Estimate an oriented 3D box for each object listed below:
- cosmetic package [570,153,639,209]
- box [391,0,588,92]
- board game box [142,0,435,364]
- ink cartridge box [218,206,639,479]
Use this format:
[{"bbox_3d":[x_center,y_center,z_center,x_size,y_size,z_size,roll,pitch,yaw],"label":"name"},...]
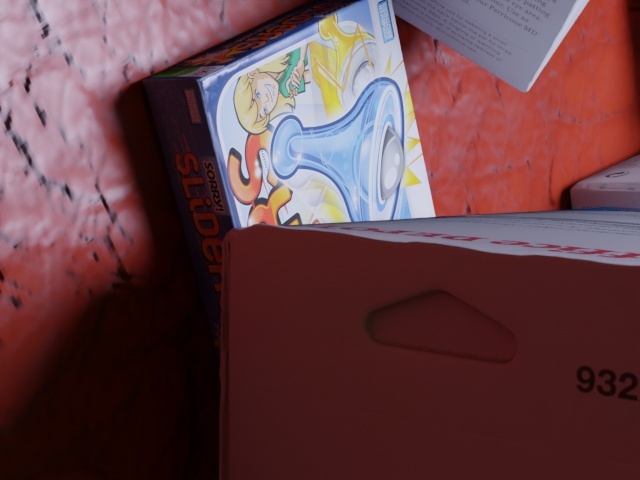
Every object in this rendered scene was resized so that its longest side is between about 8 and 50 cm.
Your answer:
[{"bbox_3d":[0.326,0.010,0.979,0.366,0.155,0.196,-24,109,-45],"label":"cosmetic package"},{"bbox_3d":[0.112,-0.179,0.693,0.130,0.091,0.170,-53,172,-34],"label":"box"},{"bbox_3d":[0.000,0.000,0.683,0.136,0.035,0.201,-34,118,-43],"label":"board game box"},{"bbox_3d":[0.137,0.056,0.649,0.307,0.223,0.129,-4,98,-50],"label":"ink cartridge box"}]
